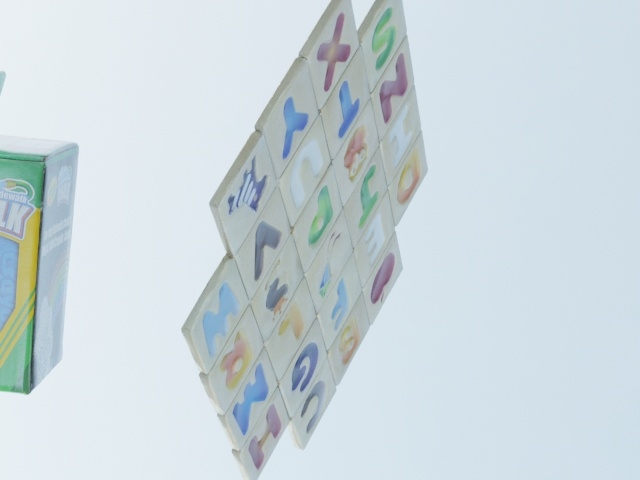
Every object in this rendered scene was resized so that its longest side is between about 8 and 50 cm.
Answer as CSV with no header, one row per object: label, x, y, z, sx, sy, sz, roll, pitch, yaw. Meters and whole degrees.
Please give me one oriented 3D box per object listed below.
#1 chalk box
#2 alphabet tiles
chalk box,-0.247,-0.013,1.200,0.132,0.132,0.213,-74,169,-83
alphabet tiles,0.000,0.000,1.158,0.011,0.285,0.342,20,-26,20
